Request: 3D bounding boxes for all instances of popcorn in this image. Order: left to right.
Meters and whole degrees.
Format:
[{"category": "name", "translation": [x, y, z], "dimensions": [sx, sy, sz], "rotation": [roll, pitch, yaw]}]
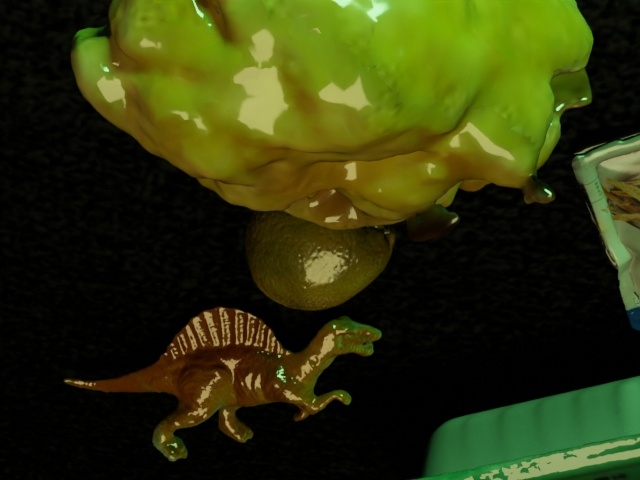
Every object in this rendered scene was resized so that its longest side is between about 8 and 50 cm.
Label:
[{"category": "popcorn", "translation": [0.011, -0.092, 0.539], "dimensions": [0.253, 0.191, 0.190], "rotation": [17, 149, -25]}]

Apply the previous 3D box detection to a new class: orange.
[{"category": "orange", "translation": [0.000, 0.000, 0.698], "dimensions": [0.095, 0.085, 0.085], "rotation": [-13, 133, 29]}]

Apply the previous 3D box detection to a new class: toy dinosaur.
[{"category": "toy dinosaur", "translation": [-0.075, 0.097, 0.822], "dimensions": [0.212, 0.057, 0.142], "rotation": [14, 122, -11]}]

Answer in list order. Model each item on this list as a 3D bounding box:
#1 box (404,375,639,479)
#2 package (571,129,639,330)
[{"category": "box", "translation": [0.212, 0.196, 0.864], "dimensions": [0.336, 0.106, 0.264], "rotation": [-17, 132, 18]}, {"category": "package", "translation": [0.261, -0.015, 0.705], "dimensions": [0.171, 0.027, 0.173], "rotation": [-16, 128, 19]}]
